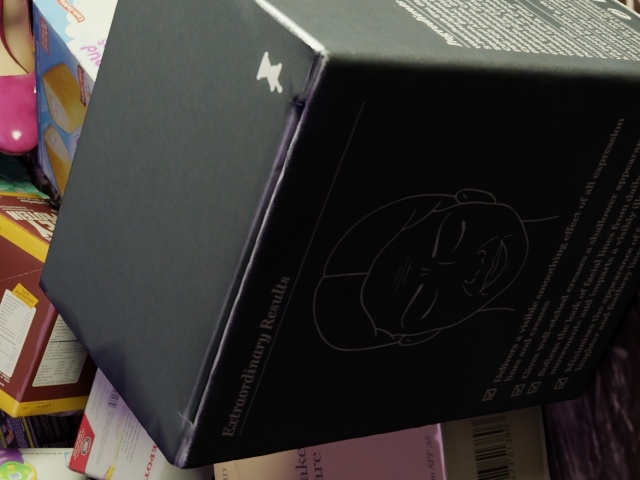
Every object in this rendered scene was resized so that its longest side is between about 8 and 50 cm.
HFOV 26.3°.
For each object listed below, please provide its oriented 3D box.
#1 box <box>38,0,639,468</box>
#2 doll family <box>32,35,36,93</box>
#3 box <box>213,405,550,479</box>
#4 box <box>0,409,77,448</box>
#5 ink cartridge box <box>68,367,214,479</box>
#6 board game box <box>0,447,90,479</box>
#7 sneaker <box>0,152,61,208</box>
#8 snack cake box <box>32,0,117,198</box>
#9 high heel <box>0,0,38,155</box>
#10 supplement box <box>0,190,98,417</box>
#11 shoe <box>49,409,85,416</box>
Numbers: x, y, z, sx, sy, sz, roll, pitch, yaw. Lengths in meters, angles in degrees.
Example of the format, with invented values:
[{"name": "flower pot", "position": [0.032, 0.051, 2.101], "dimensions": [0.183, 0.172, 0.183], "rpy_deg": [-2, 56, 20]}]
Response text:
[{"name": "box", "position": [0.048, -0.040, 0.966], "dimensions": [0.212, 0.395, 0.294], "rpy_deg": [44, 124, 39]}, {"name": "doll family", "position": [-0.302, -0.274, 1.613], "dimensions": [0.163, 0.118, 0.263], "rpy_deg": [-22, 93, 42]}, {"name": "box", "position": [0.043, 0.195, 1.197], "dimensions": [0.311, 0.121, 0.148], "rpy_deg": [-13, 83, 49]}, {"name": "box", "position": [-0.409, 0.237, 1.788], "dimensions": [0.216, 0.060, 0.270], "rpy_deg": [-44, 60, 41]}, {"name": "ink cartridge box", "position": [-0.183, 0.207, 1.479], "dimensions": [0.175, 0.072, 0.127], "rpy_deg": [4, 74, 50]}, {"name": "board game box", "position": [-0.360, 0.389, 1.622], "dimensions": [0.142, 0.144, 0.275], "rpy_deg": [-111, 32, -47]}, {"name": "sneaker", "position": [-0.400, -0.036, 1.748], "dimensions": [0.223, 0.083, 0.098], "rpy_deg": [42, 127, 40]}, {"name": "snack cake box", "position": [-0.227, -0.126, 1.445], "dimensions": [0.152, 0.089, 0.264], "rpy_deg": [53, 152, 25]}, {"name": "high heel", "position": [-0.411, -0.283, 1.699], "dimensions": [0.377, 0.127, 0.181], "rpy_deg": [60, 144, 33]}, {"name": "supplement box", "position": [-0.338, 0.068, 1.571], "dimensions": [0.191, 0.129, 0.194], "rpy_deg": [29, 103, 28]}, {"name": "shoe", "position": [-0.302, 0.110, 1.653], "dimensions": [0.076, 0.058, 0.219], "rpy_deg": [17, 105, 48]}]
